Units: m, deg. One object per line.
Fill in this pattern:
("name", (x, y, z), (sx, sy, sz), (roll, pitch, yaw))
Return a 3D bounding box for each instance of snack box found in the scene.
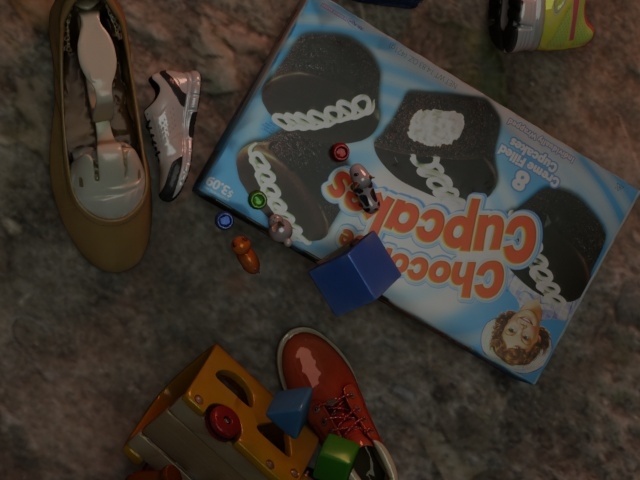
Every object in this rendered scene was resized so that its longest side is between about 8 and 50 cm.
("snack box", (0.080, -0.040, 1.442), (0.322, 0.060, 0.187), (30, 85, -10))

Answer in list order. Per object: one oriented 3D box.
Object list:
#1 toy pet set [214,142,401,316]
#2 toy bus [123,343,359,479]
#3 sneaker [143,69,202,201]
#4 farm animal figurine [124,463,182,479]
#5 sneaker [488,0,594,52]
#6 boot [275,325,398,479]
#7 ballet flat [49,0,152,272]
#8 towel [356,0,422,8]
("toy pet set", (0.000, 0.000, 1.364), (0.122, 0.065, 0.114), (-32, 98, -6))
("toy bus", (-0.050, 0.177, 1.393), (0.191, 0.104, 0.202), (7, 122, 17))
("sneaker", (-0.123, -0.085, 1.412), (0.043, 0.040, 0.109), (8, 80, -16))
("farm animal figurine", (-0.154, 0.343, 1.265), (0.172, 0.327, 0.330), (-26, 75, 28))
("sneaker", (0.201, -0.254, 1.468), (0.094, 0.081, 0.208), (7, 95, -19))
("boot", (0.017, 0.140, 1.417), (0.059, 0.084, 0.158), (-28, 94, -9))
("ballet flat", (-0.176, -0.089, 1.383), (0.080, 0.073, 0.232), (-10, 92, -14))
("towel", (0.057, -0.254, 1.456), (0.067, 0.029, 0.119), (3, 89, -11))
